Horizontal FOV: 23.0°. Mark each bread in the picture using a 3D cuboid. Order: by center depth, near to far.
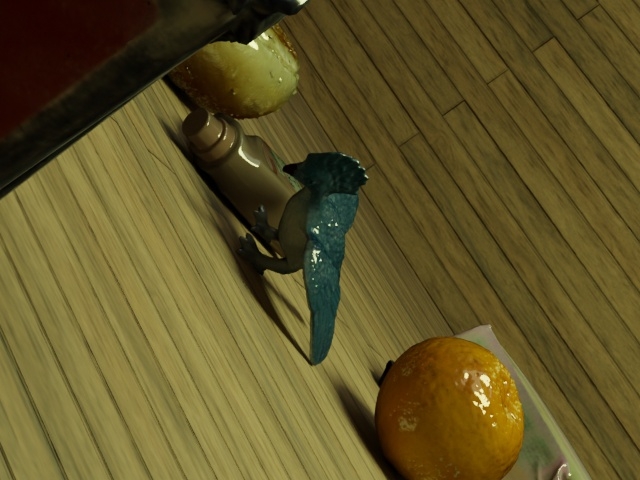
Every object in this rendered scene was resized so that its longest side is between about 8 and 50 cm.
[{"bbox_3d":[-0.154,-0.288,2.064,0.305,0.159,0.305,55,10,-14],"label":"bread"}]

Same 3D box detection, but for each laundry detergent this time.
[{"bbox_3d":[-0.095,-0.093,1.880,0.237,0.076,0.171,46,10,-41],"label":"laundry detergent"}]

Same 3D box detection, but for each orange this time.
[{"bbox_3d":[0.140,0.191,1.706,0.177,0.155,0.177,-7,90,-73],"label":"orange"}]

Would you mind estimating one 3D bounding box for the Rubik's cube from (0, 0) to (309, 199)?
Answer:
[{"bbox_3d":[-0.136,-0.218,0.790,0.307,0.305,0.310,53,37,-8],"label":"Rubik's cube"}]

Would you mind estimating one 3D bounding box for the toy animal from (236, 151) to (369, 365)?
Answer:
[{"bbox_3d":[0.000,0.000,1.684,0.255,0.176,0.239,52,42,-43],"label":"toy animal"}]

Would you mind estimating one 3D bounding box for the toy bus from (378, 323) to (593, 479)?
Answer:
[{"bbox_3d":[0.233,0.283,1.932,0.171,0.162,0.386,49,9,-49],"label":"toy bus"}]
